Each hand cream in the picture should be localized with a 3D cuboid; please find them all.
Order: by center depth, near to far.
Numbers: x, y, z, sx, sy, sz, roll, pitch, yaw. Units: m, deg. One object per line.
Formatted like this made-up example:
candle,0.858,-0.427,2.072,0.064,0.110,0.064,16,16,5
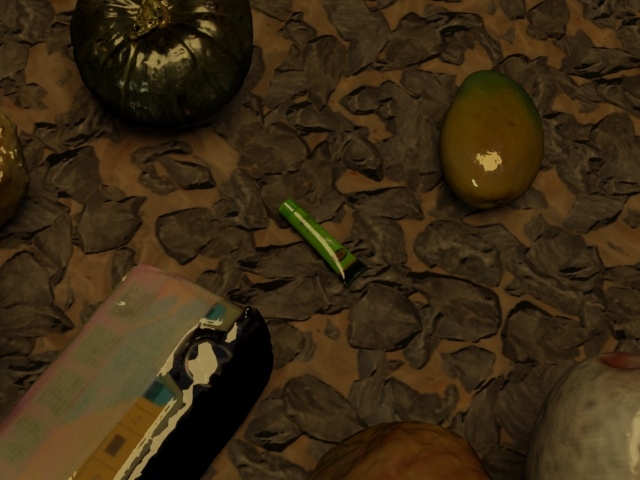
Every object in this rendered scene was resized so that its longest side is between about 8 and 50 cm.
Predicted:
hand cream,0.000,0.000,1.213,0.122,0.023,0.036,45,64,9

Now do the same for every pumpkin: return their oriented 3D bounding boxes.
pumpkin,-0.183,-0.240,1.226,0.224,0.157,0.223,0,72,1

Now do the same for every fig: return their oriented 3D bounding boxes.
fig,0.021,0.327,0.956,0.369,0.286,0.286,-21,69,2

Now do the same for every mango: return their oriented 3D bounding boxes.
mango,0.206,-0.127,1.269,0.130,0.092,0.194,1,56,-5

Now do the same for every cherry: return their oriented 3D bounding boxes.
cherry,0.341,0.249,0.988,0.326,0.291,0.335,36,74,-33

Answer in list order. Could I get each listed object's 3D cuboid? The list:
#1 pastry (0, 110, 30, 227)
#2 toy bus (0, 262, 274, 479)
pastry,-0.420,-0.071,1.148,0.182,0.093,0.192,38,70,9
toy bus,-0.219,0.208,1.014,0.162,0.171,0.386,29,64,17
